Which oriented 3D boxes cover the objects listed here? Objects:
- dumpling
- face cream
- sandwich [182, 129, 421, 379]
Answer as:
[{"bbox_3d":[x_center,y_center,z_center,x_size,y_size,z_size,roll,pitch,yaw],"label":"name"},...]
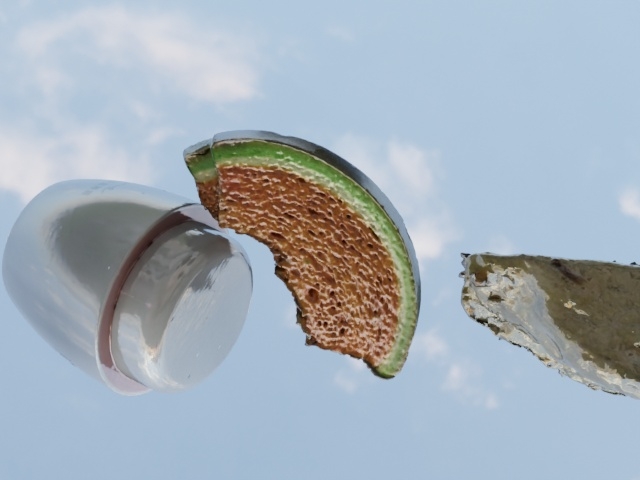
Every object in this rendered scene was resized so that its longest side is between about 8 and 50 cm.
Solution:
[{"bbox_3d":[0.277,0.093,1.133,0.332,0.166,0.086,4,-147,13],"label":"dumpling"},{"bbox_3d":[-0.086,0.018,0.611,0.095,0.091,0.091,23,-130,27],"label":"face cream"},{"bbox_3d":[0.002,0.001,0.590,0.135,0.067,0.029,51,-163,-18],"label":"sandwich"}]
